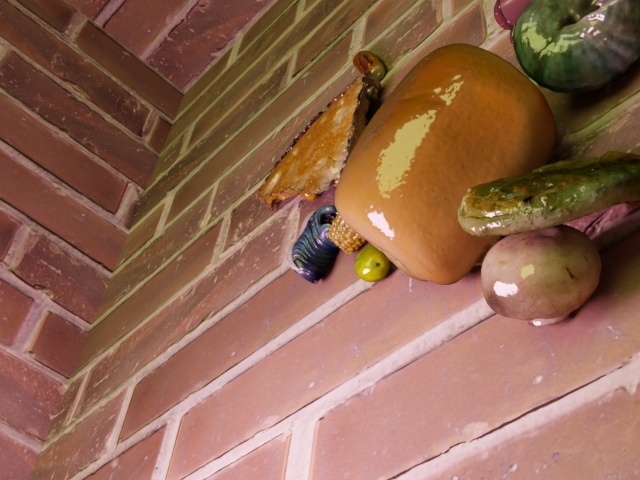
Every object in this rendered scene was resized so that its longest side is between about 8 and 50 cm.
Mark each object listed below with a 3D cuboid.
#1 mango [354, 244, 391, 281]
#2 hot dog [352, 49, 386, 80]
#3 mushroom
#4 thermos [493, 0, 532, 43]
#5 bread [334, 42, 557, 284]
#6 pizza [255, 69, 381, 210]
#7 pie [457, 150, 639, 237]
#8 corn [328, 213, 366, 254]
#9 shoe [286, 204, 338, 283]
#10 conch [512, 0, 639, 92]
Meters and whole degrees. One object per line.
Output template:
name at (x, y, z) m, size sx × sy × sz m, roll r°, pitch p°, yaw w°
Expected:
mango at (0.098, 0.041, 1.664) m, size 0.073 × 0.056 × 0.108 m, roll -46°, pitch 21°, yaw 2°
hot dog at (0.128, -0.474, 2.341) m, size 0.066 × 0.047 × 0.216 m, roll -45°, pitch 24°, yaw 11°
mushroom at (0.303, 0.049, 1.195) m, size 0.166 × 0.127 × 0.166 m, roll -23°, pitch 25°, yaw 11°
thermos at (0.422, -0.460, 1.676) m, size 0.109 × 0.136 × 0.330 m, roll -16°, pitch 4°, yaw -10°
bread at (0.200, -0.140, 1.488) m, size 0.376 × 0.253 × 0.348 m, roll -51°, pitch 20°, yaw 1°
pizza at (0.021, -0.252, 2.193) m, size 0.435 × 0.080 × 0.392 m, roll 1°, pitch 58°, yaw 61°
pie at (0.321, -0.067, 1.211) m, size 0.276 × 0.079 × 0.277 m, roll -11°, pitch 5°, yaw 1°
corn at (0.132, -0.101, 1.747) m, size 0.310 × 0.101 × 0.101 m, roll -44°, pitch 25°, yaw 22°
shoe at (0.000, 0.000, 1.857) m, size 0.106 × 0.091 × 0.207 m, roll -36°, pitch 25°, yaw 46°
conch at (0.430, -0.344, 1.457) m, size 0.220 × 0.195 × 0.277 m, roll -53°, pitch -1°, yaw -5°
